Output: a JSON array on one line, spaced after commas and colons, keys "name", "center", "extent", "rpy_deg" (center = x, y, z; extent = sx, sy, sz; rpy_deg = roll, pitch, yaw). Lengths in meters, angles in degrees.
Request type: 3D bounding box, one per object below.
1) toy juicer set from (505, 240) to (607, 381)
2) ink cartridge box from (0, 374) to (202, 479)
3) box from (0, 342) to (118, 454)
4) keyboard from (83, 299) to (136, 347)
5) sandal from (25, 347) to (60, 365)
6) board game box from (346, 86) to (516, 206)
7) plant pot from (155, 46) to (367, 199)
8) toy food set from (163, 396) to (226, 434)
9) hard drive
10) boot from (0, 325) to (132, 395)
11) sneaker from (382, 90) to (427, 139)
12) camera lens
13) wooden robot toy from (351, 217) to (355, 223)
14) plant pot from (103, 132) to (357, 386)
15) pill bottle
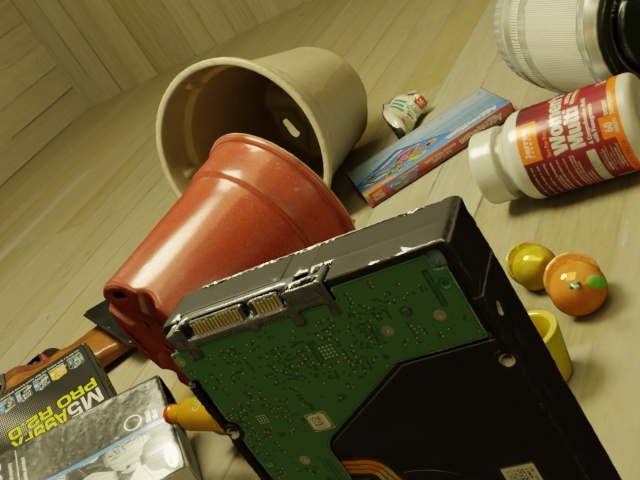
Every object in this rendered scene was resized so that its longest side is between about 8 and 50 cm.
[{"name": "toy juicer set", "center": [0.164, 0.064, 1.055], "extent": [0.329, 0.089, 0.209], "rpy_deg": [-4, 36, 51]}, {"name": "ink cartridge box", "center": [-0.315, 0.305, 1.130], "extent": [0.332, 0.065, 0.165], "rpy_deg": [-28, 41, -4]}, {"name": "box", "center": [-0.394, 0.287, 1.282], "extent": [0.270, 0.060, 0.216], "rpy_deg": [-33, 40, -10]}, {"name": "keyboard", "center": [-0.315, 0.128, 1.578], "extent": [0.108, 0.023, 0.180], "rpy_deg": [-33, 33, -28]}, {"name": "sandal", "center": [-0.504, 0.237, 1.667], "extent": [0.067, 0.040, 0.179], "rpy_deg": [-28, 23, 13]}, {"name": "board game box", "center": [0.181, -0.160, 1.578], "extent": [0.281, 0.027, 0.145], "rpy_deg": [-33, 21, 1]}, {"name": "plant pot", "center": [-0.072, -0.203, 1.680], "extent": [0.333, 0.334, 0.305], "rpy_deg": [-18, 16, 34]}, {"name": "toy food set", "center": [-0.078, 0.163, 1.146], "extent": [0.104, 0.111, 0.232], "rpy_deg": [-10, 32, 44]}, {"name": "hard drive", "center": [0.070, 0.148, 0.678], "extent": [0.237, 0.339, 0.064], "rpy_deg": [-21, 25, 29]}, {"name": "boot", "center": [-0.386, 0.225, 1.525], "extent": [0.280, 0.096, 0.264], "rpy_deg": [-30, 18, -24]}, {"name": "sneaker", "center": [0.159, -0.239, 1.728], "extent": [0.075, 0.057, 0.161], "rpy_deg": [-33, 19, 15]}, {"name": "camera lens", "center": [0.403, -0.316, 1.341], "extent": [0.219, 0.219, 0.274], "rpy_deg": [-37, 22, -10]}, {"name": "wooden robot toy", "center": [0.000, 0.000, 1.475], "extent": [0.173, 0.076, 0.079], "rpy_deg": [4, 77, 56]}, {"name": "plant pot", "center": [-0.130, 0.043, 1.262], "extent": [0.265, 0.272, 0.272], "rpy_deg": [-47, 26, -27]}, {"name": "pill bottle", "center": [0.310, -0.123, 1.201], "extent": [0.221, 0.121, 0.121], "rpy_deg": [-17, 27, 33]}]
